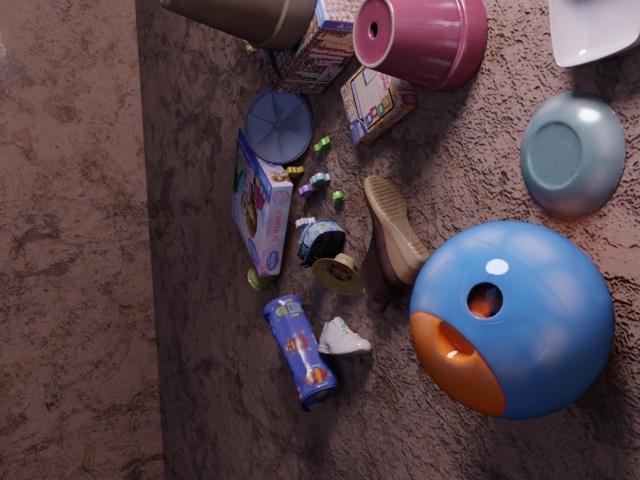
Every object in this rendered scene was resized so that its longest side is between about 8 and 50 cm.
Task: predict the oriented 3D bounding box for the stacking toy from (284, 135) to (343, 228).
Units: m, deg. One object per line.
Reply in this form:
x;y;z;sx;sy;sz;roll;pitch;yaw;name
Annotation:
-0.021;-0.144;1.628;0.221;0.052;0.167;-36;64;56;stacking toy

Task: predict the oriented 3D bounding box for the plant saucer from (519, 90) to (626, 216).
0.370;-0.131;0.971;0.195;0.037;0.195;16;108;59;plant saucer

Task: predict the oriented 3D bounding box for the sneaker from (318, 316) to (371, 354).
0.053;0.234;1.552;0.212;0.080;0.094;-13;72;61;sneaker

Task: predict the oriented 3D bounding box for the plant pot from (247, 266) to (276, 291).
-0.164;0.099;1.903;0.079;0.083;0.083;-40;60;40;plant pot

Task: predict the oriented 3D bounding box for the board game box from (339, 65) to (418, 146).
0.120;-0.310;1.362;0.193;0.045;0.147;-33;67;57;board game box

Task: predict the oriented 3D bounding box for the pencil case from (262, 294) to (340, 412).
-0.051;0.297;1.692;0.133;0.119;0.306;72;173;-59;pencil case

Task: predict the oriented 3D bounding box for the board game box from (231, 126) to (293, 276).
-0.179;-0.116;1.837;0.319;0.065;0.318;-120;32;-45;board game box

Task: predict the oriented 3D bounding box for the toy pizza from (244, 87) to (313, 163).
-0.110;-0.307;1.690;0.201;0.032;0.201;3;100;20;toy pizza

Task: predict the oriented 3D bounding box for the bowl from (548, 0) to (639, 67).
0.394;-0.321;0.880;0.142;0.053;0.142;-5;91;61;bowl

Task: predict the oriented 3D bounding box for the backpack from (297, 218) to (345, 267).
0.000;0.000;1.564;0.084;0.105;0.114;56;135;38;backpack

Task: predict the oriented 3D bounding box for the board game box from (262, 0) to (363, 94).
-0.018;-0.516;1.469;0.291;0.141;0.232;-37;63;56;board game box

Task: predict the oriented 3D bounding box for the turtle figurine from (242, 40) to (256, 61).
-0.202;-0.660;1.775;0.217;0.087;0.270;178;95;-69;turtle figurine

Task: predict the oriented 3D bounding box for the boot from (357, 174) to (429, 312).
0.122;0.009;1.367;0.207;0.090;0.248;-55;53;46;boot

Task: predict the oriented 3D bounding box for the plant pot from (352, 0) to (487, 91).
0.166;-0.371;1.139;0.201;0.180;0.201;18;111;57;plant pot

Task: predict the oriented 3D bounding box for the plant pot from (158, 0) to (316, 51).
-0.197;-0.580;1.349;0.323;0.280;0.323;14;107;60;plant pot

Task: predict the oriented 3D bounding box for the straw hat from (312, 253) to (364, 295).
0.053;0.066;1.522;0.144;0.144;0.061;-37;22;56;straw hat

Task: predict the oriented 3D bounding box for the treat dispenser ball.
0.275;0.114;0.927;0.288;0.288;0.288;16;109;58;treat dispenser ball

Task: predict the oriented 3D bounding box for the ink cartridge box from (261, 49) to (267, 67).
-0.106;-0.486;1.722;0.097;0.046;0.207;-50;53;53;ink cartridge box
